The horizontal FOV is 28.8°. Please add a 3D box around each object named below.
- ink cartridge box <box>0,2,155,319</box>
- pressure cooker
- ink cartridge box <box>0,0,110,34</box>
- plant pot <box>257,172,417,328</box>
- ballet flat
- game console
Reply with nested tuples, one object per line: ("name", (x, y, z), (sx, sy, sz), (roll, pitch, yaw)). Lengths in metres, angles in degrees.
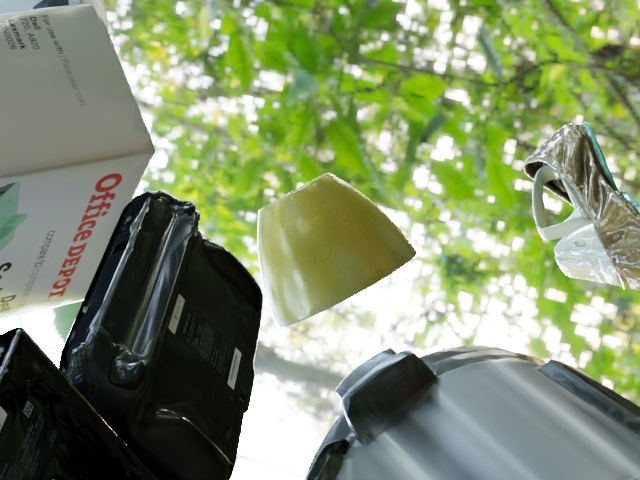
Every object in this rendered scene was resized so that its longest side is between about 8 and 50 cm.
("ink cartridge box", (-0.264, -0.025, 0.754), (0.278, 0.117, 0.201), (-14, -23, -31))
("pressure cooker", (0.175, 0.302, 1.209), (0.375, 0.420, 0.370), (4, -73, -27))
("ink cartridge box", (-0.282, -0.195, 1.263), (0.072, 0.127, 0.175), (59, -167, -55))
("plant pot", (0.000, 0.000, 1.046), (0.095, 0.134, 0.134), (62, -148, -3))
("ballet flat", (0.330, -0.026, 1.520), (0.116, 0.124, 0.342), (57, -171, -38))
("game console", (-0.071, 0.098, 0.577), (0.213, 0.044, 0.361), (54, -161, -22))
